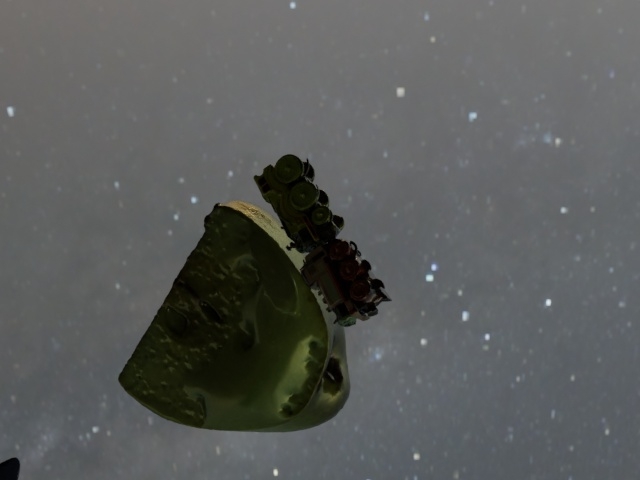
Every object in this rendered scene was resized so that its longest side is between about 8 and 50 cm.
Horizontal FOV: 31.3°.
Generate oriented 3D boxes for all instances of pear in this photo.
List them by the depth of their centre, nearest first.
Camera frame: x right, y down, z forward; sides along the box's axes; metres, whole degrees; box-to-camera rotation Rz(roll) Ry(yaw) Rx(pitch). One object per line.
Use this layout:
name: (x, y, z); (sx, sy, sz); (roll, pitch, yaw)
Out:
pear: (-0.086, 0.148, 1.724); (0.318, 0.342, 0.238); (36, -164, 13)

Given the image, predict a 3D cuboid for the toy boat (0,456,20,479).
toy boat: (-0.353, 0.301, 1.066); (0.080, 0.046, 0.229); (32, -112, 5)

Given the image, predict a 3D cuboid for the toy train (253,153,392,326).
toy train: (0.000, 0.000, 1.417); (0.085, 0.053, 0.250); (-37, -119, 13)
